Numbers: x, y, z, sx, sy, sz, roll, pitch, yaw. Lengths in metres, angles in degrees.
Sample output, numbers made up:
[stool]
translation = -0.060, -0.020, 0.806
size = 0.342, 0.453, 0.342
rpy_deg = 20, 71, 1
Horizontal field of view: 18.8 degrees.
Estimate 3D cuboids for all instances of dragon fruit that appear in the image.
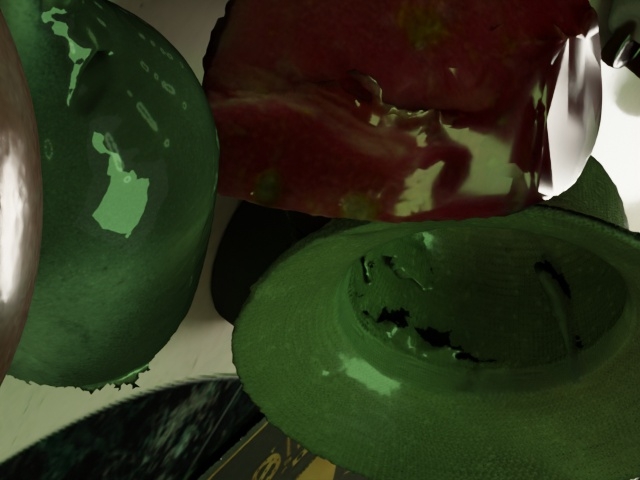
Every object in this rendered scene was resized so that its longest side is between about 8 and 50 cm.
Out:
[dragon fruit]
translation = 0.054, -0.101, 0.868
size = 0.163, 0.189, 0.262
rpy_deg = -49, 178, 29

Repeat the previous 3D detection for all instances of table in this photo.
[table]
translation = 0.000, 0.000, 1.055
size = 0.133, 0.043, 0.133
rpy_deg = -42, 153, -27

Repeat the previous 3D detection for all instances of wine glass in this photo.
[wine glass]
translation = -0.099, -0.053, 0.699
size = 0.126, 0.126, 0.241
rpy_deg = -41, 155, -28

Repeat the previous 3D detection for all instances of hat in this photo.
[hat]
translation = 0.086, 0.015, 0.989
size = 0.257, 0.257, 0.130
rpy_deg = 92, 4, -52

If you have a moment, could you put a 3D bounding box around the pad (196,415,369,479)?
[pad]
translation = 0.021, 0.140, 1.262
size = 0.375, 0.063, 0.315
rpy_deg = -43, 154, -25

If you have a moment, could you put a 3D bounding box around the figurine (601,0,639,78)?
[figurine]
translation = 0.295, -0.145, 1.189
size = 0.284, 0.338, 0.204
rpy_deg = -21, 138, 28

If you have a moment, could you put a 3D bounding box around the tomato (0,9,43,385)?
[tomato]
translation = -0.192, 0.006, 0.475
size = 0.270, 0.227, 0.270
rpy_deg = -38, 150, -27
